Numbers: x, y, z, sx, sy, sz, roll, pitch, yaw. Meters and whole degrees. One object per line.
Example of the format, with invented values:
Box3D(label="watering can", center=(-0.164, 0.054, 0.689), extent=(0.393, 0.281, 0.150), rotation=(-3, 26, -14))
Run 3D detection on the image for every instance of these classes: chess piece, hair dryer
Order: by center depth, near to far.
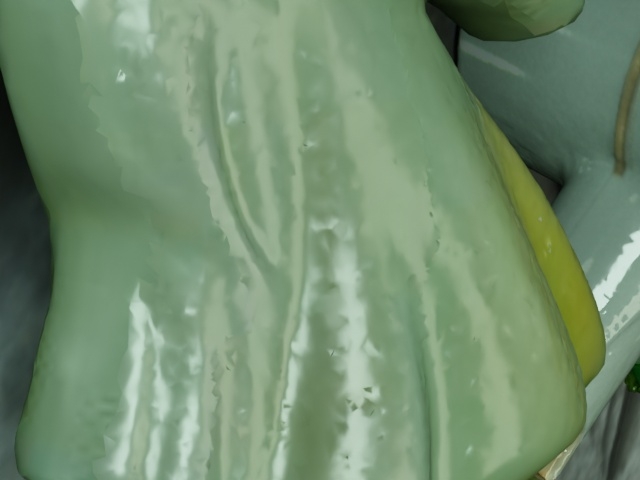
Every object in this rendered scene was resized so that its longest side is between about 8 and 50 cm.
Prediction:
Box3D(label="chess piece", center=(0.000, 0.000, 0.432), extent=(0.176, 0.176, 0.298), rotation=(-17, 110, -56))
Box3D(label="hair dryer", center=(0.063, 0.060, 0.570), extent=(0.357, 0.173, 0.107), rotation=(-56, 138, -1))

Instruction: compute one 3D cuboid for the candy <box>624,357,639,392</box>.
Box3D(label="candy", center=(0.131, -0.022, 0.741), extent=(0.102, 0.032, 0.178), rotation=(-58, 148, -23))
